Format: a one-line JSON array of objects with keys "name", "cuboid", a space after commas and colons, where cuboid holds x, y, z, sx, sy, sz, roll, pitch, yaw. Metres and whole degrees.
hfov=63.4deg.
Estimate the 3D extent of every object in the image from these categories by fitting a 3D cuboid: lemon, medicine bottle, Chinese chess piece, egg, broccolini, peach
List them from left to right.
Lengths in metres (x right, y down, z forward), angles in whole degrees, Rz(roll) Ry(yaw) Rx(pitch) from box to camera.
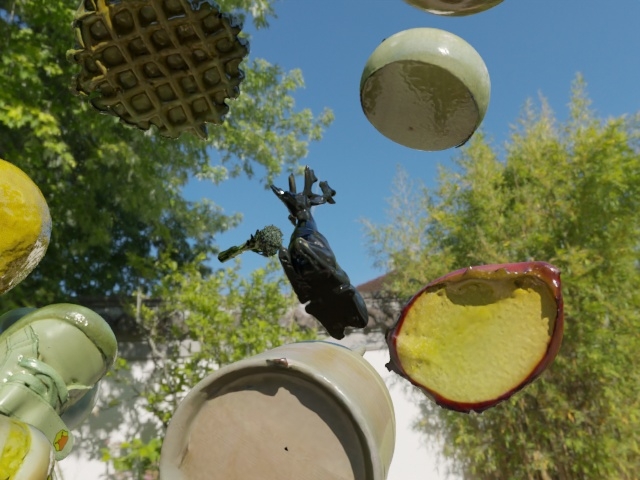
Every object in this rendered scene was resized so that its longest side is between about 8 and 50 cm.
[{"name": "lemon", "cuboid": [-0.539, -0.018, 0.788, 0.233, 0.233, 0.288, 15, -25, -42]}, {"name": "egg", "cuboid": [-0.505, 0.238, 0.937, 0.183, 0.183, 0.264, -7, -59, 3]}, {"name": "broccolini", "cuboid": [-0.086, 0.013, 0.616, 0.030, 0.035, 0.140, -33, 6, -37]}, {"name": "medicine bottle", "cuboid": [-0.017, 0.256, 0.702, 0.236, 0.235, 0.406, -10, -9, 11]}, {"name": "Chinese chess piece", "cuboid": [0.150, -0.215, 0.754, 0.188, 0.083, 0.188, 18, -28, 10]}, {"name": "peach", "cuboid": [0.317, 0.169, 1.002, 0.361, 0.257, 0.201, -46, -22, 20]}]

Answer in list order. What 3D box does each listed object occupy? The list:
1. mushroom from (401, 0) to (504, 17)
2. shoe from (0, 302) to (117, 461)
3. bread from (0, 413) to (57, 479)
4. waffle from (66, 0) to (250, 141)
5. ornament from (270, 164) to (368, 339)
[{"name": "mushroom", "cuboid": [0.193, -0.502, 0.790, 0.292, 0.290, 0.292, -6, -57, -9]}, {"name": "shoe", "cuboid": [-0.364, 0.198, 0.623, 0.262, 0.128, 0.140, -32, -46, -16]}, {"name": "bread", "cuboid": [-0.295, 0.196, 0.364, 0.213, 0.104, 0.213, -4, -46, -4]}, {"name": "waffle", "cuboid": [-0.172, -0.193, 0.560, 0.183, 0.036, 0.169, 20, -64, -24]}, {"name": "ornament", "cuboid": [0.000, 0.000, 0.755, 0.080, 0.236, 0.202, -25, -50, 12]}]
